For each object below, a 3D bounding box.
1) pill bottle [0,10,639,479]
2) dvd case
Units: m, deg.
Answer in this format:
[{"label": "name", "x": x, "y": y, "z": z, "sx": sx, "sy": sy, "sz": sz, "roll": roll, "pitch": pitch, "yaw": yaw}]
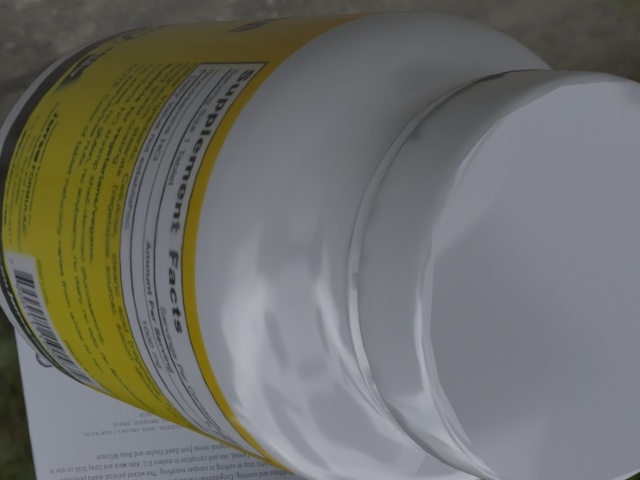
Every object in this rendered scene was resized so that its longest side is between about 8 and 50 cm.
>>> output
[{"label": "pill bottle", "x": 0.000, "y": 0.000, "z": 0.636, "sx": 0.188, "sy": 0.188, "sz": 0.334, "roll": -14, "pitch": -167, "yaw": -31}, {"label": "dvd case", "x": -0.092, "y": 0.072, "z": 0.903, "sx": 0.179, "sy": 0.239, "sz": 0.029, "roll": -6, "pitch": -173, "yaw": 10}]
